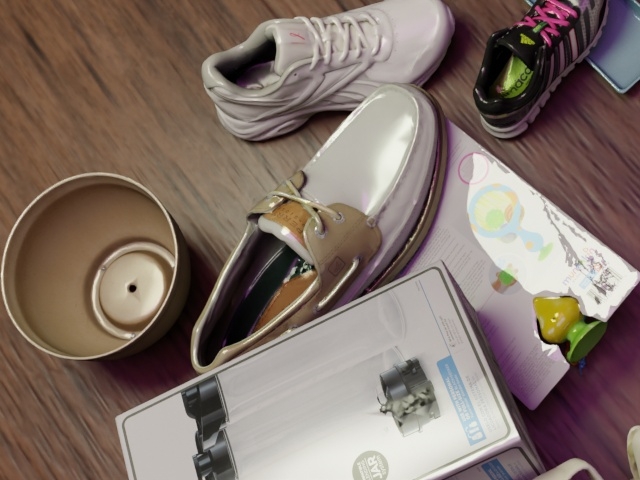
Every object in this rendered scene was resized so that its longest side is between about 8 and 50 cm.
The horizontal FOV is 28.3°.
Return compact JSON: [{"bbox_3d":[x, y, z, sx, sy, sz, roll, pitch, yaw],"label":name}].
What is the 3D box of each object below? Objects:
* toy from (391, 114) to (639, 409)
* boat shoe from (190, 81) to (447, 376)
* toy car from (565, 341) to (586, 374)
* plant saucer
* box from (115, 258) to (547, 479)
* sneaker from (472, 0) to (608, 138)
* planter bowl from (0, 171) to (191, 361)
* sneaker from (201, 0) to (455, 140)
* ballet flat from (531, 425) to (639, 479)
[{"bbox_3d":[0.140,0.013,1.043,0.237,0.056,0.137,44,104,32],"label":"toy"},{"bbox_3d":[0.000,0.000,1.039,0.113,0.103,0.302,30,94,37],"label":"boat shoe"},{"bbox_3d":[0.256,0.105,1.012,0.122,0.060,0.040,32,131,37],"label":"toy car"},{"bbox_3d":[0.222,-0.210,1.105,0.067,0.018,0.192,-41,70,3],"label":"plant saucer"},{"bbox_3d":[0.003,0.157,0.956,0.290,0.087,0.169,-26,55,10],"label":"box"},{"bbox_3d":[0.182,-0.166,1.060,0.063,0.075,0.170,37,99,24],"label":"sneaker"},{"bbox_3d":[-0.181,0.033,1.108,0.162,0.109,0.162,-4,74,14],"label":"planter bowl"},{"bbox_3d":[0.004,-0.158,1.102,0.232,0.115,0.090,-22,71,10],"label":"sneaker"},{"bbox_3d":[0.221,0.195,0.899,0.316,0.107,0.106,-21,99,-16],"label":"ballet flat"}]
